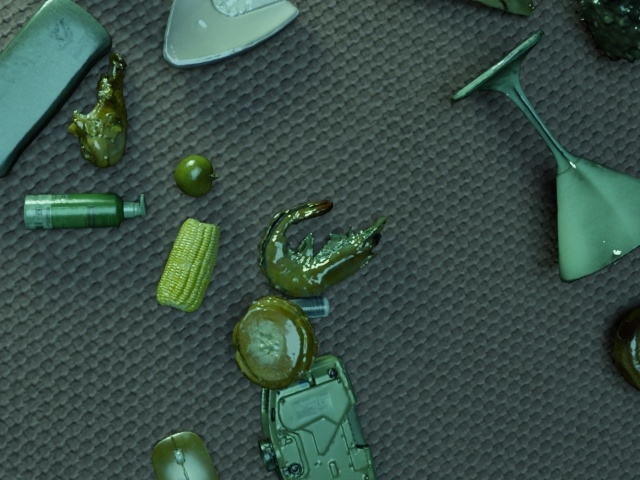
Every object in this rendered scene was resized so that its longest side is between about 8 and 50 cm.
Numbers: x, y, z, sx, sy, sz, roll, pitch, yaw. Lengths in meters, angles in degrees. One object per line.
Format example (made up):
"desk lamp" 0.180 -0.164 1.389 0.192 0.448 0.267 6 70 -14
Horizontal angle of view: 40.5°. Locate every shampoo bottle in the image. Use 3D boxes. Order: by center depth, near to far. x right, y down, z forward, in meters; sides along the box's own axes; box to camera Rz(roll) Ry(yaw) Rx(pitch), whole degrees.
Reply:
"shampoo bottle" -0.406 -0.053 1.508 0.204 0.065 0.065 -2 91 -11

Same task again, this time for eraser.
"eraser" -0.189 -0.398 1.547 0.204 0.059 0.243 45 79 -9

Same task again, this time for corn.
"corn" -0.233 0.043 1.546 0.085 0.063 0.165 15 86 13

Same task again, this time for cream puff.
"cream puff" -0.078 0.180 1.516 0.150 0.115 0.165 13 89 14

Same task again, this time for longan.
"longan" -0.217 -0.114 1.538 0.083 0.075 0.075 10 89 17

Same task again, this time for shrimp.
"shrimp" 0.000 0.000 1.598 0.253 0.058 0.173 -37 89 -7

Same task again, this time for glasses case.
"glasses case" -0.500 -0.263 1.481 0.131 0.074 0.323 38 84 -11

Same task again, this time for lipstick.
"lipstick" -0.055 0.127 1.591 0.141 0.040 0.040 -3 91 -10

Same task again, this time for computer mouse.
"computer mouse" -0.231 0.444 1.560 0.102 0.045 0.199 -20 95 -13

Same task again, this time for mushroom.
"mushroom" 0.684 0.207 1.699 0.231 0.138 0.194 -8 106 0

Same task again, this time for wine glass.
"wine glass" 0.439 -0.162 1.589 0.267 0.267 0.406 -36 92 -9

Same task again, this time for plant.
"plant" 0.585 -0.467 1.637 0.178 0.204 0.234 -29 104 -7

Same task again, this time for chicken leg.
"chicken leg" -0.378 -0.228 1.503 0.101 0.085 0.208 11 80 -24

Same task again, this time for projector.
"projector" -0.013 0.361 1.579 0.193 0.088 0.270 -17 93 -13

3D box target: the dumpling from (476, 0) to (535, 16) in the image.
"dumpling" 0.284 -0.519 1.590 0.332 0.086 0.166 4 86 -32
